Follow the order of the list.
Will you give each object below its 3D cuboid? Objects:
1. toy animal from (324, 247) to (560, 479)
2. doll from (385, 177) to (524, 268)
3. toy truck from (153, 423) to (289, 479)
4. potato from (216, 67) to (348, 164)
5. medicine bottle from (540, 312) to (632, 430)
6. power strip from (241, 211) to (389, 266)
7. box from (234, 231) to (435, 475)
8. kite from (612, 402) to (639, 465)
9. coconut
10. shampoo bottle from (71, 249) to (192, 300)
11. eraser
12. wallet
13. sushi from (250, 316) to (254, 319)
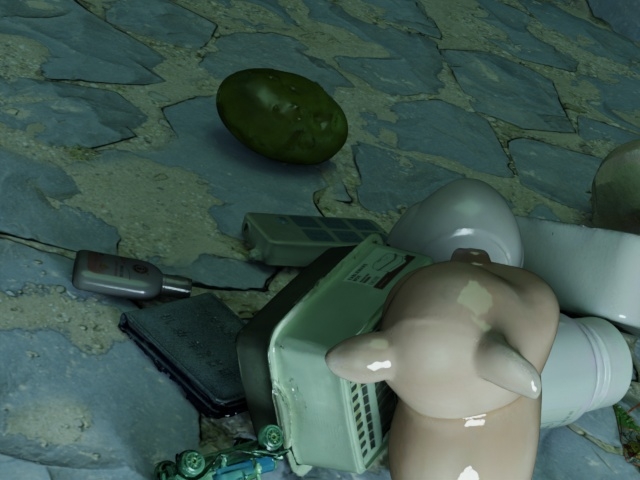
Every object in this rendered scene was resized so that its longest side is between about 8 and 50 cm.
[{"bbox_3d":[0.159,0.171,1.352,0.237,0.326,0.269,5,-5,23],"label":"toy animal"},{"bbox_3d":[0.193,0.010,1.808,0.221,0.251,0.221,15,32,-9],"label":"doll"},{"bbox_3d":[-0.113,0.270,1.372,0.154,0.080,0.078,-11,76,-37],"label":"toy truck"},{"bbox_3d":[-0.070,-0.220,2.146,0.253,0.148,0.186,21,44,-16],"label":"potato"},{"bbox_3d":[0.288,0.182,1.660,0.293,0.170,0.170,-3,37,-34],"label":"medicine bottle"},{"bbox_3d":[0.000,0.000,1.903,0.270,0.046,0.118,2,27,-28],"label":"power strip"},{"bbox_3d":[0.031,0.141,1.490,0.166,0.220,0.290,7,31,31],"label":"box"},{"bbox_3d":[0.524,0.297,1.783,0.198,0.006,0.244,38,34,29],"label":"kite"},{"bbox_3d":[0.624,-0.087,2.290,0.224,0.224,0.234,29,32,15],"label":"coconut"},{"bbox_3d":[-0.263,0.054,1.663,0.165,0.040,0.080,11,28,-14],"label":"shampoo bottle"},{"bbox_3d":[0.465,0.068,1.913,0.331,0.150,0.331,14,-2,0],"label":"eraser"},{"bbox_3d":[-0.142,0.148,1.584,0.167,0.036,0.222,-13,42,-44],"label":"wallet"},{"bbox_3d":[0.048,0.106,1.763,0.219,0.047,0.231,28,30,14],"label":"sushi"}]
